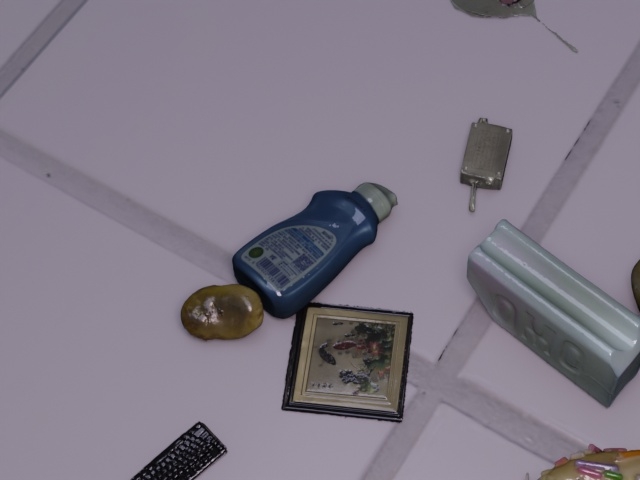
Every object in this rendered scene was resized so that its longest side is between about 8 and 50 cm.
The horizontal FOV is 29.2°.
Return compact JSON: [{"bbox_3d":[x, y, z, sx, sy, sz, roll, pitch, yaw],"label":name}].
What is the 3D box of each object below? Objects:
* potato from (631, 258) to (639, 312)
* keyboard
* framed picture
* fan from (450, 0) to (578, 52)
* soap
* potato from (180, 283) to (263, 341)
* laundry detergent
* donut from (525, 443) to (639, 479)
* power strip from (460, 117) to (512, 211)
[{"bbox_3d":[0.585,0.094,1.904,0.178,0.160,0.235,-8,35,-44],"label":"potato"},{"bbox_3d":[-0.252,0.372,1.894,0.231,0.023,0.072,-39,63,-16],"label":"keyboard"},{"bbox_3d":[0.046,0.192,1.974,0.195,0.010,0.199,5,61,8],"label":"framed picture"},{"bbox_3d":[0.369,-0.443,2.297,0.182,0.010,0.310,-39,65,-16],"label":"fan"},{"bbox_3d":[0.362,0.114,1.898,0.289,0.173,0.095,39,71,22],"label":"soap"},{"bbox_3d":[-0.158,0.117,1.993,0.138,0.070,0.091,-3,88,8],"label":"potato"},{"bbox_3d":[0.000,0.000,2.043,0.290,0.094,0.143,-37,54,-18],"label":"laundry detergent"},{"bbox_3d":[0.450,0.448,1.690,0.307,0.150,0.371,-4,47,-3],"label":"donut"},{"bbox_3d":[0.280,-0.126,2.112,0.075,0.042,0.175,12,64,11],"label":"power strip"}]
